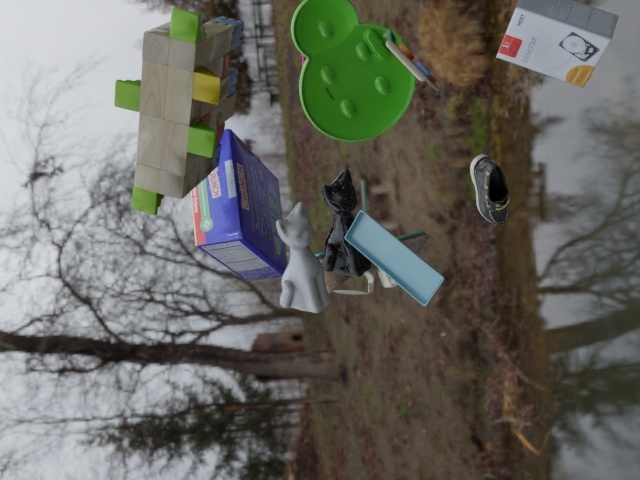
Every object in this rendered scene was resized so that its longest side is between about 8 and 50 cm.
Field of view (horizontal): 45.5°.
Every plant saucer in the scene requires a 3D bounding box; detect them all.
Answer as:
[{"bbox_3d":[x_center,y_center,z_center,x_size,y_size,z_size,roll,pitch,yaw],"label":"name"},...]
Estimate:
[{"bbox_3d":[0.128,0.028,1.315,0.018,0.192,0.067,-18,-37,-53],"label":"plant saucer"}]

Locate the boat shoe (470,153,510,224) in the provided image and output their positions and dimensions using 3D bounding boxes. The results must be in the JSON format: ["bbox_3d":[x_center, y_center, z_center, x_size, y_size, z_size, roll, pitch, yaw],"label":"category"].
[{"bbox_3d":[0.449,-0.119,1.973,0.069,0.081,0.227,41,165,49],"label":"boat shoe"}]

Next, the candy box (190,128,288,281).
[{"bbox_3d":[-0.188,-0.072,1.786,0.317,0.122,0.268,49,-149,-66],"label":"candy box"}]

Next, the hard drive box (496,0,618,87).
[{"bbox_3d":[0.571,-0.494,1.855,0.181,0.232,0.089,96,-162,-63],"label":"hard drive box"}]

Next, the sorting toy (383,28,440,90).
[{"bbox_3d":[0.087,-0.186,0.764,0.083,0.012,0.062,50,-160,14],"label":"sorting toy"}]

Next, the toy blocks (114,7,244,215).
[{"bbox_3d":[-0.241,-0.263,1.439,0.261,0.191,0.381,-59,-18,-62],"label":"toy blocks"}]

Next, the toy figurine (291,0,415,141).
[{"bbox_3d":[0.010,-0.217,0.867,0.173,0.130,0.159,53,-176,-32],"label":"toy figurine"}]

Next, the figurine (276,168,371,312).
[{"bbox_3d":[0.000,0.000,1.413,0.215,0.092,0.209,-38,-46,-38],"label":"figurine"}]

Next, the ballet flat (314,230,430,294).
[{"bbox_3d":[0.112,0.058,1.639,0.107,0.316,0.106,-30,74,62],"label":"ballet flat"}]
